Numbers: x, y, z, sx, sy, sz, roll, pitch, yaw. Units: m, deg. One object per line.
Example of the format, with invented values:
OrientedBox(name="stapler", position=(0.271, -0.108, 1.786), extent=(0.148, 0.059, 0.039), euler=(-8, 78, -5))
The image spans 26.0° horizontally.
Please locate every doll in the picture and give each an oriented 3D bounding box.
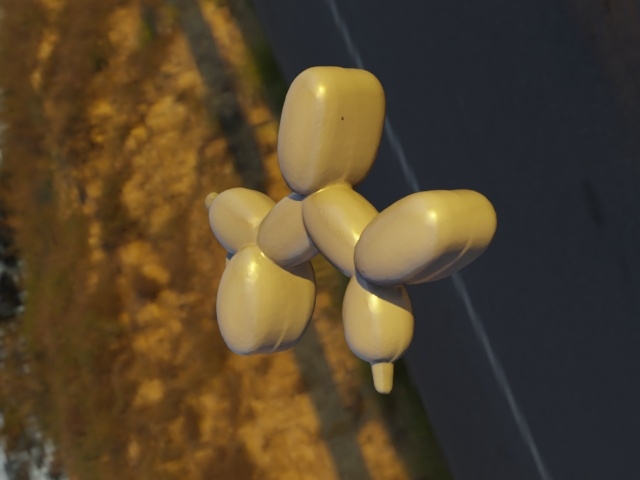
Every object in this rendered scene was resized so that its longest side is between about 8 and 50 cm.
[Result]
OrientedBox(name="doll", position=(0.000, 0.000, 0.695), extent=(0.161, 0.059, 0.160), euler=(50, 126, 31))
